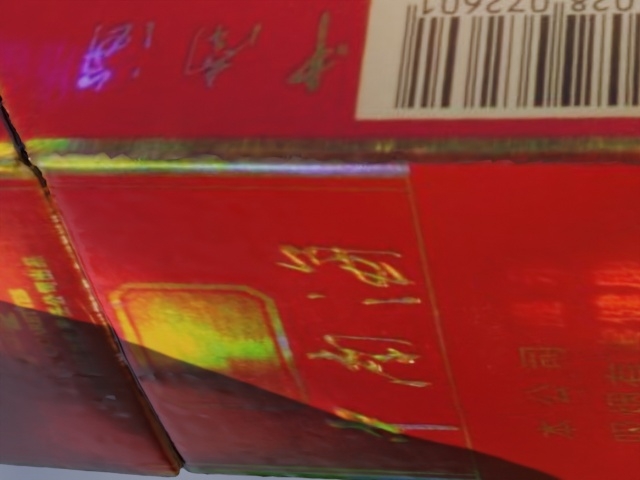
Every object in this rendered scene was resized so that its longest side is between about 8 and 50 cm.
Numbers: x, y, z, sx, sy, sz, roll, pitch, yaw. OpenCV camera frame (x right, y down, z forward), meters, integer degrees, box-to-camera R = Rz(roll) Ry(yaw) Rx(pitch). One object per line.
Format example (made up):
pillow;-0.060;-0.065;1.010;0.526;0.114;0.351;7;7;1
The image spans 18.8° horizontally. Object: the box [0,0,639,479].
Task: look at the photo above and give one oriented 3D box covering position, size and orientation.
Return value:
box;0.001;0.000;0.636;0.197;0.313;0.089;72;-157;-55
